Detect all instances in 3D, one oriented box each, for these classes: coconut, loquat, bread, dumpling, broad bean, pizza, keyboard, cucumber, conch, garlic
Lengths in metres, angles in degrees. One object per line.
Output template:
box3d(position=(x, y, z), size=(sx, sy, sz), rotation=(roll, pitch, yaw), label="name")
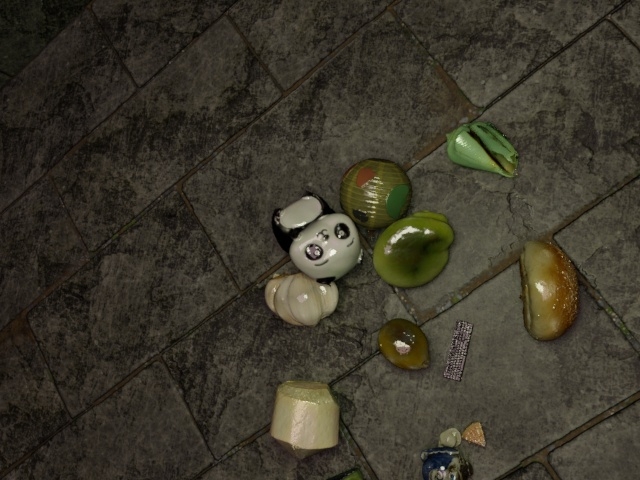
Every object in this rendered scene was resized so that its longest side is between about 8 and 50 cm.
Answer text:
box3d(position=(-0.051, 0.602, 1.835), size=(0.239, 0.239, 0.244), rotation=(2, 84, 19), label="coconut")
box3d(position=(0.276, 0.343, 1.797), size=(0.195, 0.152, 0.152), rotation=(41, 97, 31), label="loquat")
box3d(position=(0.686, 0.147, 1.654), size=(0.171, 0.192, 0.314), rotation=(-4, 82, 20), label="bread")
box3d(position=(0.417, 0.640, 1.770), size=(0.052, 0.057, 0.076), rotation=(-4, 63, 61), label="dumpling")
box3d(position=(0.310, 0.032, 1.808), size=(0.291, 0.119, 0.238), rotation=(-37, 106, 7), label="broad bean")
box3d(position=(0.495, 0.624, 1.751), size=(0.083, 0.025, 0.078), rotation=(-44, 67, 16), label="pizza")
box3d(position=(0.452, 0.360, 1.802), size=(0.060, 0.018, 0.195), rotation=(12, 88, 17), label="keyboard")
box3d(position=(0.047, 0.832, 1.866), size=(0.211, 0.062, 0.078), rotation=(-32, 108, 7), label="cucumber")
box3d(position=(0.531, -0.304, 1.790), size=(0.250, 0.137, 0.143), rotation=(15, 88, 20), label="conch")
box3d(position=(-0.069, 0.214, 1.914), size=(0.281, 0.185, 0.203), rotation=(-12, 102, 15), label="garlic")

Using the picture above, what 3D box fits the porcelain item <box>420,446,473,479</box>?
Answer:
box3d(position=(0.384, 0.797, 1.725), size=(0.186, 0.138, 0.288), rotation=(-13, 84, 34), label="porcelain item")

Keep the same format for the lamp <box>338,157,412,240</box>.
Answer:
box3d(position=(0.180, -0.135, 1.845), size=(0.250, 0.250, 0.284), rotation=(13, 111, 20), label="lamp")

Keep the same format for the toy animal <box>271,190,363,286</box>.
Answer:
box3d(position=(0.000, 0.000, 1.851), size=(0.251, 0.251, 0.310), rotation=(-46, 53, 9), label="toy animal")
